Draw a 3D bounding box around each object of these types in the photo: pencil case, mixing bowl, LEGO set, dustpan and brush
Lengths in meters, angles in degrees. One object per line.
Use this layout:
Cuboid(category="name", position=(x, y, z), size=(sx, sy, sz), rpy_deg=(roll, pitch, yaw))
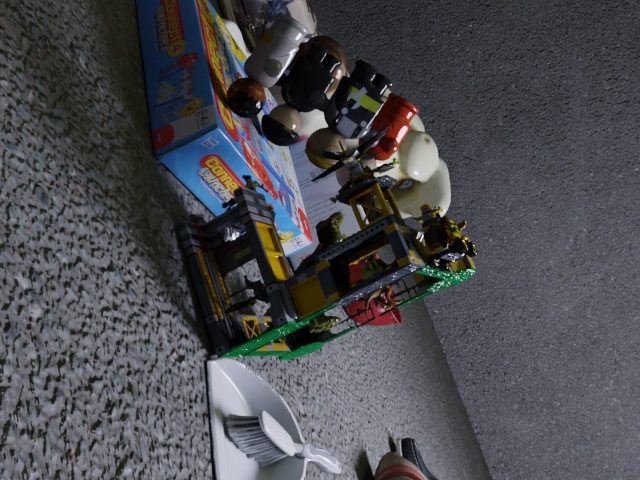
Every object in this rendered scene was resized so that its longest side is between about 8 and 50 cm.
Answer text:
Cuboid(category="pencil case", position=(-0.061, -0.552, 1.910), size=(0.184, 0.159, 0.410), rpy_deg=(-83, 150, -53))
Cuboid(category="mixing bowl", position=(0.097, 0.113, 1.527), size=(0.181, 0.098, 0.182), rpy_deg=(-22, 90, -80))
Cuboid(category="LEGO set", position=(0.000, 0.000, 0.818), size=(0.255, 0.331, 0.192), rpy_deg=(6, 59, -54))
Cuboid(category="dustpan and brush", position=(-0.040, 0.220, 0.758), size=(0.211, 0.060, 0.147), rpy_deg=(55, 17, -48))

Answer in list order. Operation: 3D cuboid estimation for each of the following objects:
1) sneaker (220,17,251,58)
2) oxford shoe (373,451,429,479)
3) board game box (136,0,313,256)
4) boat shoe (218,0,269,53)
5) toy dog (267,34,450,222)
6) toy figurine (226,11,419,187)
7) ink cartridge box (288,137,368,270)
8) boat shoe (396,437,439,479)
Cuboid(category="sneaker", position=(-0.167, -0.308, 1.188), size=(0.094, 0.080, 0.212), rpy_deg=(29, -18, 19))
Cuboid(category="oxford shoe", position=(0.190, 0.504, 1.158), size=(0.130, 0.123, 0.348), rpy_deg=(-66, 134, -82))
Cuboid(category="board game box", position=(-0.133, -0.167, 1.008), size=(0.302, 0.086, 0.308), rpy_deg=(52, 19, -55))
Cuboid(category="boat shoe", position=(-0.157, -0.495, 1.518), size=(0.103, 0.092, 0.285), rpy_deg=(-45, 112, -79))
Cuboid(category="toy dog", position=(0.052, -0.231, 1.423), size=(0.408, 0.284, 0.396), rpy_deg=(32, 63, -37))
Cuboid(category="toy figurine", position=(-0.002, -0.166, 0.901), size=(0.213, 0.148, 0.209), rpy_deg=(36, 9, 17))
Cuboid(category="ink cartridge box", position=(-0.006, -0.064, 1.232), size=(0.093, 0.154, 0.212), rpy_deg=(-20, 87, -80))
Cuboid(category="boat shoe", position=(0.225, 0.520, 1.356), size=(0.114, 0.091, 0.303), rpy_deg=(45, 25, -64))
